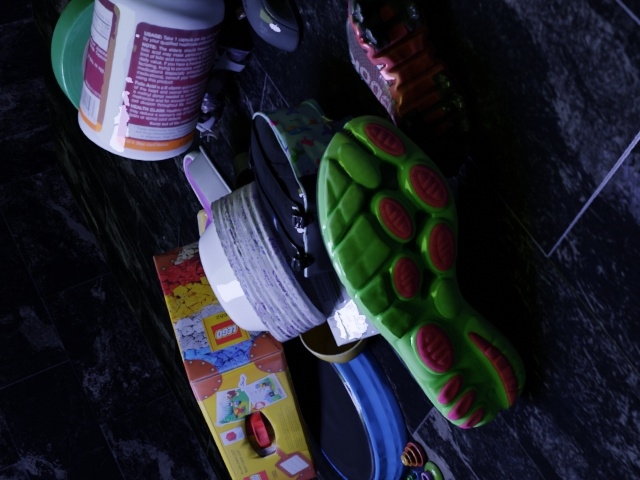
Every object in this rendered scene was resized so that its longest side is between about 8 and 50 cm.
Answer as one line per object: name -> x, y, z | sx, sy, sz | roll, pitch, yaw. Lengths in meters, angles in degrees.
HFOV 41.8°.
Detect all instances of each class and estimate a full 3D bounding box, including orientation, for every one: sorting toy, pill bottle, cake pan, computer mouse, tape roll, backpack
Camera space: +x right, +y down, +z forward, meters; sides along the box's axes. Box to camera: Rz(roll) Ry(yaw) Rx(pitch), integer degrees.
sorting toy -> 0.186, 0.432, 1.580 | 0.102, 0.042, 0.061 | 50, 152, 35
pill bottle -> -0.299, -0.362, 1.505 | 0.224, 0.224, 0.392 | 50, 134, 36
cake pan -> -0.185, -0.068, 1.774 | 0.293, 0.054, 0.293 | 54, 179, 1
computer mouse -> -0.127, -0.422, 1.470 | 0.262, 0.060, 0.184 | 64, 156, 8
tape roll -> -0.390, -0.386, 1.743 | 0.077, 0.321, 0.321 | 45, 148, 43
backpack -> -0.013, -0.100, 1.341 | 0.253, 0.191, 0.225 | 53, 156, 38

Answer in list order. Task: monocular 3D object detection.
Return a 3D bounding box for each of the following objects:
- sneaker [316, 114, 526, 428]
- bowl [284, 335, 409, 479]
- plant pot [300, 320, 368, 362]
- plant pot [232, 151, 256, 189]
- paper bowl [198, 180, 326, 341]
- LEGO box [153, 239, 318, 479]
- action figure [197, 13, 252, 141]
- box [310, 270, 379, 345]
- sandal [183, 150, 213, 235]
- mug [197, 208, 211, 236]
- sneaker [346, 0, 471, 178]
sneaker -> 0.113, 0.052, 1.149 | 0.482, 0.185, 0.202 | 64, 169, -25
bowl -> 0.044, 0.344, 1.769 | 0.391, 0.077, 0.391 | 47, 150, 39
plant pot -> 0.036, 0.181, 1.596 | 0.134, 0.134, 0.095 | 50, 170, 36
plant pot -> -0.151, -0.146, 1.763 | 0.079, 0.083, 0.083 | -119, 21, -46
paper bowl -> -0.112, 0.048, 1.499 | 0.284, 0.148, 0.284 | 63, -175, -10
LEGO box -> -0.182, 0.288, 1.873 | 0.500, 0.193, 0.372 | 79, 169, -46
action figure -> -0.223, -0.326, 1.702 | 0.285, 0.099, 0.185 | 117, 146, -50
box -> 0.077, 0.089, 1.422 | 0.186, 0.038, 0.145 | -25, 88, 43
sandal -> -0.247, -0.028, 2.034 | 0.416, 0.102, 0.169 | 58, 156, 21
mug -> -0.285, -0.051, 2.164 | 0.078, 0.062, 0.064 | -23, 80, 47
sneaker -> 0.113, -0.212, 1.098 | 0.276, 0.098, 0.135 | 62, 176, -15
